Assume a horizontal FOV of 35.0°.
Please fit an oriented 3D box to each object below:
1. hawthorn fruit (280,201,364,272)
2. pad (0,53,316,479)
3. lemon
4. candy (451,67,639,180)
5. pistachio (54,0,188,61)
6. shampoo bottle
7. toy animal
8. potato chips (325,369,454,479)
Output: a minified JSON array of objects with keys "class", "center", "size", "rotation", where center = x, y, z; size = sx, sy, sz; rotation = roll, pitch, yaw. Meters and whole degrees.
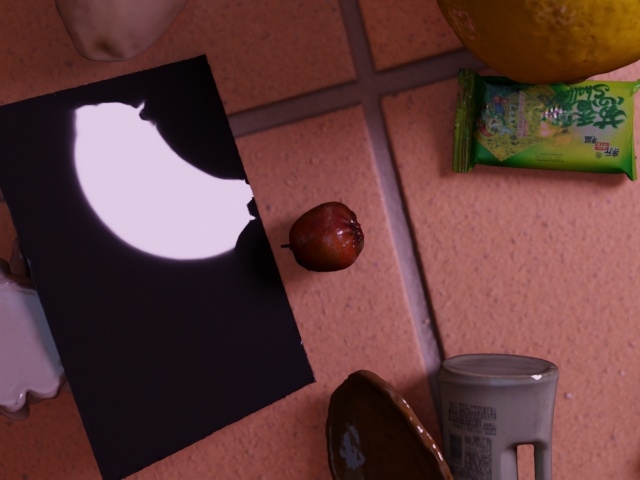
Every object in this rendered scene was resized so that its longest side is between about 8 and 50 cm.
[{"class":"hawthorn fruit","center":[0.006,0.000,1.013],"size":[0.077,0.077,0.077],"rotation":[2,99,10]},{"class":"pad","center":[-0.161,0.019,0.996],"size":[0.247,0.007,0.367],"rotation":[-22,96,-29]},{"class":"lemon","center":[0.210,-0.239,0.858],"size":[0.240,0.240,0.219],"rotation":[-11,116,12]},{"class":"candy","center":[0.218,-0.110,0.973],"size":[0.178,0.032,0.102],"rotation":[4,100,10]},{"class":"pistachio","center":[-0.187,-0.282,0.977],"size":[0.152,0.126,0.223],"rotation":[18,105,-29]},{"class":"shampoo bottle","center":[0.177,0.235,1.008],"size":[0.118,0.087,0.234],"rotation":[1,99,18]},{"class":"toy animal","center":[-0.313,0.089,1.022],"size":[0.127,0.193,0.178],"rotation":[-27,101,-12]},{"class":"potato chips","center":[0.075,0.230,1.022],"size":[0.150,0.049,0.202],"rotation":[-49,60,42]}]
